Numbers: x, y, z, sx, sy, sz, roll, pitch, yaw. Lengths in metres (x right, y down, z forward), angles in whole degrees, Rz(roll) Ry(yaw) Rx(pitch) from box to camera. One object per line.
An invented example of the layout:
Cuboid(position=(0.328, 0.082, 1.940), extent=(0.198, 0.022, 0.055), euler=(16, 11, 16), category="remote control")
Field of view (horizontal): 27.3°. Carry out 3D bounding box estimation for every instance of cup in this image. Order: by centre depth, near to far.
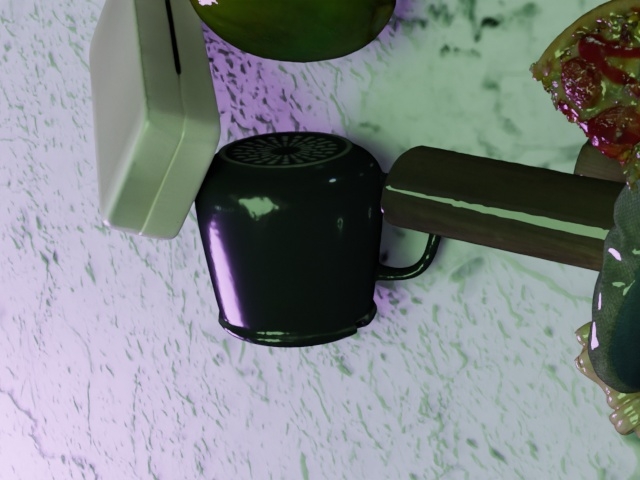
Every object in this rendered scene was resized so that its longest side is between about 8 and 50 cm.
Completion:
Cuboid(position=(0.000, 0.000, 1.179), extent=(0.223, 0.169, 0.176), euler=(1, 107, 10), category="cup")

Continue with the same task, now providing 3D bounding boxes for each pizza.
Cuboid(position=(0.157, -0.093, 0.686), extent=(0.100, 0.029, 0.099), euler=(55, 132, 30), category="pizza")

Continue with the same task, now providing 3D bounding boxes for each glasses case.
Cuboid(position=(-0.160, -0.143, 1.228), extent=(0.131, 0.070, 0.312), euler=(-62, 26, 31), category="glasses case")

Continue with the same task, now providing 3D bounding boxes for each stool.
Cuboid(position=(0.229, -0.093, 0.856), extent=(0.226, 0.310, 0.310), euler=(30, 117, 40), category="stool")

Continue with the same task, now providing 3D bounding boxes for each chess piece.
Cuboid(position=(0.256, 0.140, 1.045), extent=(0.060, 0.060, 0.172), euler=(-44, 68, 38), category="chess piece")

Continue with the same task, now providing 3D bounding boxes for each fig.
Cuboid(position=(-0.025, -0.237, 1.123), extent=(0.191, 0.181, 0.181), euler=(31, 121, 7), category="fig")
